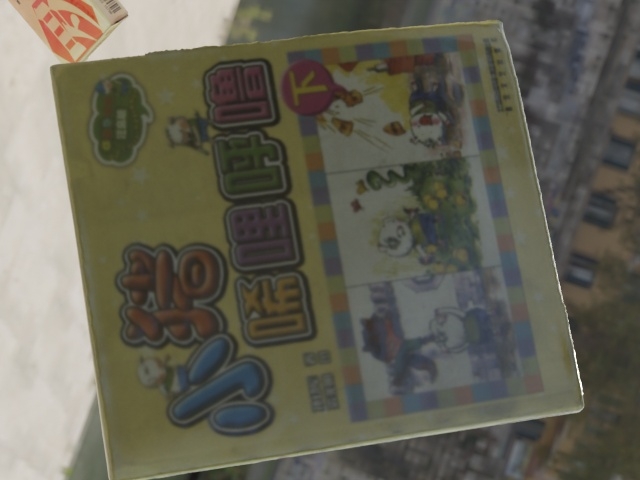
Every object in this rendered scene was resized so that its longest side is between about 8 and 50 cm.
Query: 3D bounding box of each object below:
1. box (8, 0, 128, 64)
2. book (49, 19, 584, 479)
[{"bbox_3d":[-0.137,-0.131,0.701,0.015,0.093,0.058,-44,-172,-36],"label":"box"},{"bbox_3d":[0.000,0.000,0.576,0.013,0.192,0.168,131,-50,-73],"label":"book"}]
